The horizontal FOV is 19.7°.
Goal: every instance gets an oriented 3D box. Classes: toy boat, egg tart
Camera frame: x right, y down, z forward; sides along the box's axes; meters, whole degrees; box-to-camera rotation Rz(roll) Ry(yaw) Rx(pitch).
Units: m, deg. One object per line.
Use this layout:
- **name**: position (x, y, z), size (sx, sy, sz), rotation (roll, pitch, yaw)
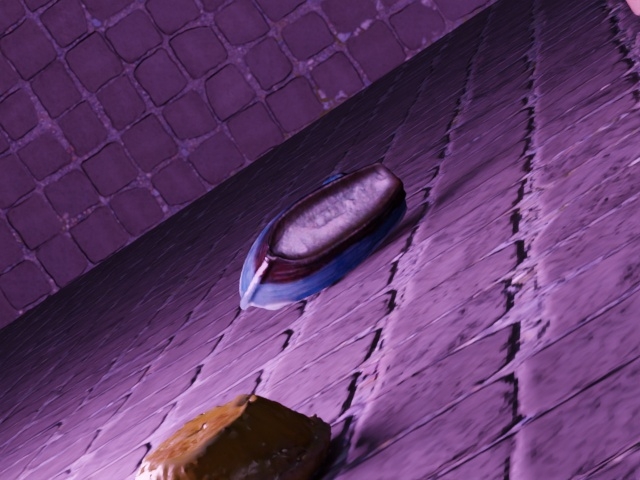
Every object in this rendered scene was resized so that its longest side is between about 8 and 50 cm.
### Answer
- **toy boat**: position (0.000, 0.000, 1.187), size (0.137, 0.060, 0.061), rotation (-39, -18, -32)
- **egg tart**: position (-0.041, 0.092, 0.737), size (0.105, 0.039, 0.105), rotation (-32, 7, 4)

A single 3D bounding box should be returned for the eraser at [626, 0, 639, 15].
- **eraser**: position (0.186, -0.256, 1.068), size (0.171, 0.290, 0.087), rotation (-37, 7, -27)
